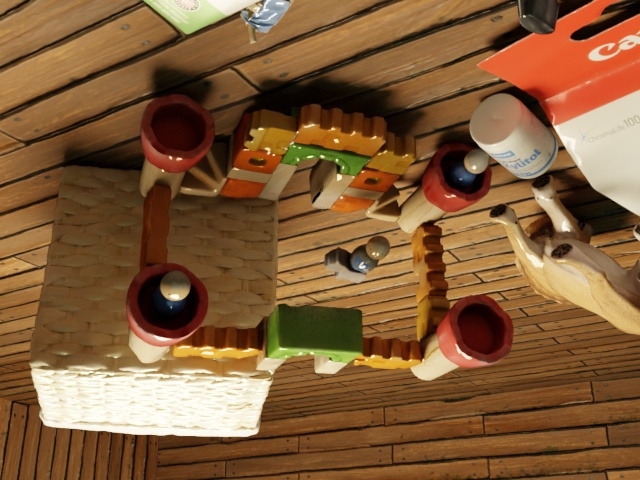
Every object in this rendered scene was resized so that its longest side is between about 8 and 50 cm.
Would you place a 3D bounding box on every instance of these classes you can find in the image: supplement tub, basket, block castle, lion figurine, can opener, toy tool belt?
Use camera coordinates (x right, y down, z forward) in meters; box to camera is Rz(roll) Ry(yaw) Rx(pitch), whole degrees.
[{"bbox_3d":[0.235,-0.125,0.959,0.071,0.071,0.107,-18,151,36],"label":"supplement tub"},{"bbox_3d":[-0.232,0.089,1.142,0.331,0.329,0.266,4,152,-9],"label":"basket"},{"bbox_3d":[0.000,0.000,0.957,0.452,0.303,0.213,7,155,-18],"label":"block castle"},{"bbox_3d":[0.378,0.046,1.093,0.142,0.392,0.240,-37,116,5],"label":"lion figurine"},{"bbox_3d":[0.183,-0.235,0.672,0.059,0.073,0.186,-9,170,28],"label":"can opener"},{"bbox_3d":[-0.048,-0.226,0.747,0.052,0.051,0.083,11,154,-25],"label":"toy tool belt"}]

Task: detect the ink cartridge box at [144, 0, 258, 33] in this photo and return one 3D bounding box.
[{"bbox_3d":[-0.070,-0.267,0.599,0.219,0.093,0.160,-15,153,29],"label":"ink cartridge box"}]

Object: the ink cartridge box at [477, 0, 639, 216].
[{"bbox_3d":[0.407,-0.153,0.859,0.384,0.091,0.308,17,152,-41],"label":"ink cartridge box"}]
